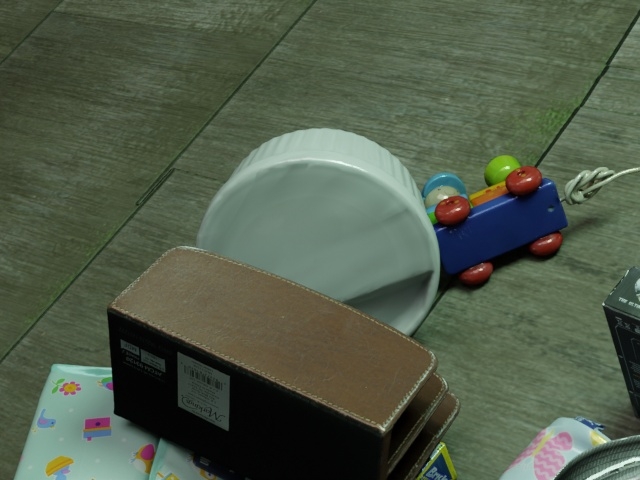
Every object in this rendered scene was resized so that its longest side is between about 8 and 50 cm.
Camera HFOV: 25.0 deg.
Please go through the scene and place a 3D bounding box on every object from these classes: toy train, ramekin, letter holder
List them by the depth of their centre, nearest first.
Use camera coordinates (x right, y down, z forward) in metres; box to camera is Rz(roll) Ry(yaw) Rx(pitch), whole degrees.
[{"bbox_3d":[-0.024,0.114,1.425,0.301,0.152,0.214,22,44,21],"label":"letter holder"},{"bbox_3d":[0.000,0.000,1.610,0.272,0.273,0.127,-13,29,13],"label":"ramekin"},{"bbox_3d":[0.237,-0.057,1.683,0.248,0.105,0.143,-23,28,1],"label":"toy train"}]

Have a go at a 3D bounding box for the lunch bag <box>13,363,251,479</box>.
[{"bbox_3d":[-0.172,0.250,1.501,0.262,0.160,0.223,2,41,7],"label":"lunch bag"}]

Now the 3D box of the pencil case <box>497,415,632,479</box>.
[{"bbox_3d":[0.184,0.290,1.322,0.273,0.113,0.124,-43,40,-20],"label":"pencil case"}]

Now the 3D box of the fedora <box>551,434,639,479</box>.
[{"bbox_3d":[0.310,0.262,1.207,0.275,0.124,0.244,-1,63,-3],"label":"fedora"}]

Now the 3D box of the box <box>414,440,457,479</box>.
[{"bbox_3d":[0.057,0.215,1.499,0.169,0.059,0.054,22,57,39],"label":"box"}]

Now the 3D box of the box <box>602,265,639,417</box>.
[{"bbox_3d":[0.386,0.135,1.339,0.231,0.183,0.056,24,61,41],"label":"box"}]
